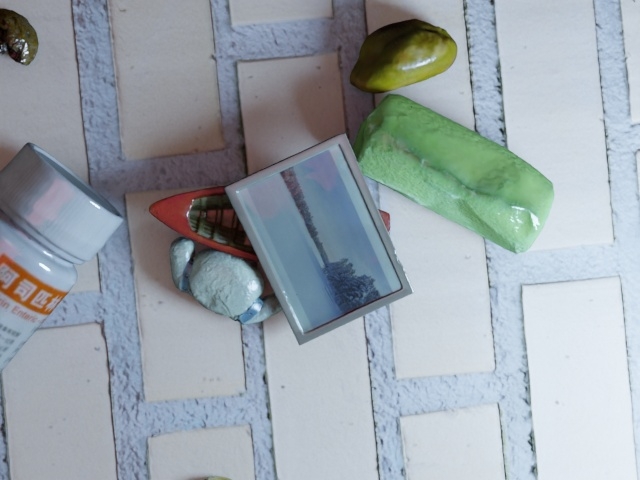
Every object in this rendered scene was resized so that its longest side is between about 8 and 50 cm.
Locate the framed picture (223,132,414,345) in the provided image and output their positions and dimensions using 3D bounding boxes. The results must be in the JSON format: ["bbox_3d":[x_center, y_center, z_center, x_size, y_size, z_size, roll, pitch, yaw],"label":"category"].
[{"bbox_3d":[0.000,0.000,1.550,0.213,0.016,0.289,-24,101,0],"label":"framed picture"}]

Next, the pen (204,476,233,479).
[{"bbox_3d":[-0.090,0.452,1.607,0.233,0.032,0.040,27,66,-4],"label":"pen"}]

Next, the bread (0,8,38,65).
[{"bbox_3d":[-0.519,-0.339,1.572,0.113,0.060,0.082,14,92,-1],"label":"bread"}]

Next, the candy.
[{"bbox_3d":[0.218,-0.111,1.577,0.343,0.132,0.142,28,46,-4],"label":"candy"}]

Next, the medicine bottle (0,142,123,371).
[{"bbox_3d":[-0.500,0.046,1.498,0.211,0.211,0.371,41,89,-2],"label":"medicine bottle"}]

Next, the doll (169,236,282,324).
[{"bbox_3d":[-0.159,0.071,1.579,0.214,0.071,0.104,29,90,-8],"label":"doll"}]

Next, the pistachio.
[{"bbox_3d":[0.136,-0.303,1.577,0.189,0.110,0.100,-17,115,-1],"label":"pistachio"}]

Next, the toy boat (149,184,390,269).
[{"bbox_3d":[-0.082,-0.028,1.581,0.391,0.079,0.136,7,92,-3],"label":"toy boat"}]
